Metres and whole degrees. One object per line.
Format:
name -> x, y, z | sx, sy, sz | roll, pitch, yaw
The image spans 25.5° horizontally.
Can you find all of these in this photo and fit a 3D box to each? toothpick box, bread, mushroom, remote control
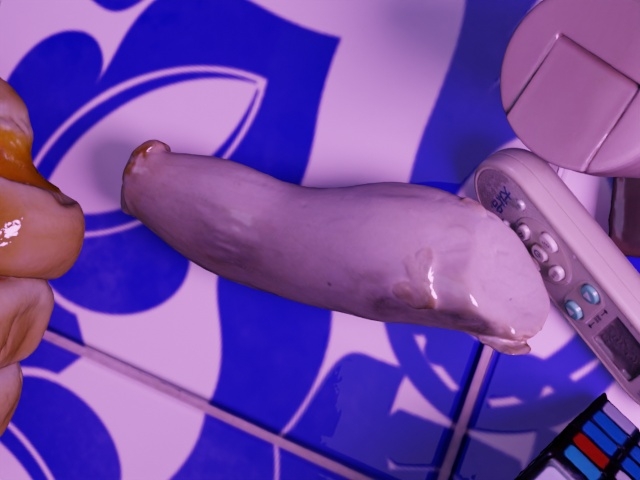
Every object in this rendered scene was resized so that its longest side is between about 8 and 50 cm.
toothpick box -> 0.192, -0.093, 0.879 | 0.111, 0.181, 0.111 | 0, 91, 28
bread -> -0.359, 0.011, 1.127 | 0.300, 0.210, 0.341 | 34, 103, 15
mushroom -> -0.001, 0.001, 1.038 | 0.351, 0.097, 0.109 | 13, 139, 25
remote control -> 0.187, 0.026, 0.981 | 0.042, 0.078, 0.221 | -34, 77, -22

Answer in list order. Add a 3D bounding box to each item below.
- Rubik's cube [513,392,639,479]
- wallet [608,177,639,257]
Rubik's cube -> 0.176, 0.239, 0.934 | 0.182, 0.184, 0.187 | 45, 110, 12
wallet -> 0.346, -0.054, 0.927 | 0.310, 0.042, 0.165 | 6, 94, 25
